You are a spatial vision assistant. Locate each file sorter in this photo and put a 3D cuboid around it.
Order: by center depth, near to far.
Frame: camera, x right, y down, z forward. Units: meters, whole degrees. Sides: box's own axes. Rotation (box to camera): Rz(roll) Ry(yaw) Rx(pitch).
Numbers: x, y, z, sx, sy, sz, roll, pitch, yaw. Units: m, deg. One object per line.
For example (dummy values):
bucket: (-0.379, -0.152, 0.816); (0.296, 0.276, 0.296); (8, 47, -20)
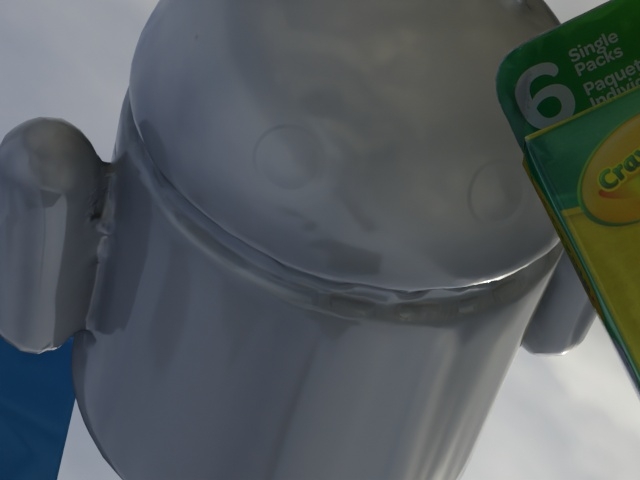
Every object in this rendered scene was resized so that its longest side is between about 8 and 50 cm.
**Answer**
file sorter: (-0.218, 0.115, 1.130); (0.118, 0.170, 0.104); (12, -175, -23)

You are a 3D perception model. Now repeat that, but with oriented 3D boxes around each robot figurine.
robot figurine: (0.000, 0.000, 0.885); (0.300, 0.353, 0.199); (-2, -134, -21)

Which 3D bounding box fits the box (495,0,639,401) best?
box: (0.120, 0.015, 0.455); (0.179, 0.105, 0.043); (64, -178, 9)
